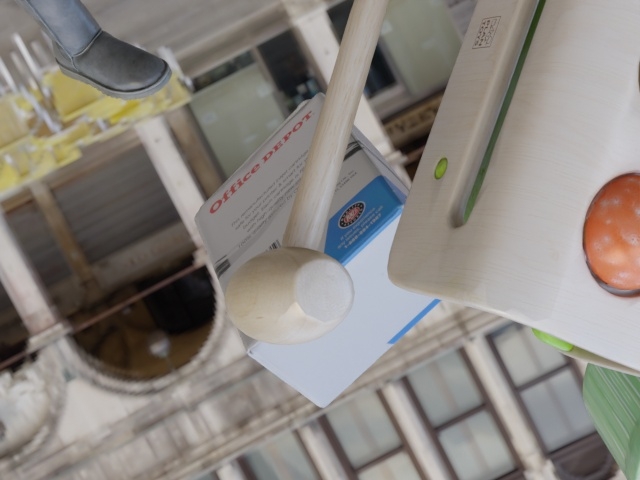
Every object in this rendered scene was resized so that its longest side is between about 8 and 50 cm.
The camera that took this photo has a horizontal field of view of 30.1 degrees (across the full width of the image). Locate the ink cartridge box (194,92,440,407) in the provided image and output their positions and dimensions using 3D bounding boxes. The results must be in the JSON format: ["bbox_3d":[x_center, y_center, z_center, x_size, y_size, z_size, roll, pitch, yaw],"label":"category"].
[{"bbox_3d":[0.000,0.000,0.883,0.148,0.086,0.203,-44,-149,10],"label":"ink cartridge box"}]

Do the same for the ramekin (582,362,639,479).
[{"bbox_3d":[0.427,0.153,1.252,0.303,0.303,0.148,-28,-138,-3],"label":"ramekin"}]

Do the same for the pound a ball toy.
[{"bbox_3d":[0.111,-0.071,0.571,0.135,0.208,0.319,9,-102,64],"label":"pound a ball toy"}]

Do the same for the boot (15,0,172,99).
[{"bbox_3d":[-0.288,-0.267,1.412,0.189,0.208,0.076,13,-123,24],"label":"boot"}]
